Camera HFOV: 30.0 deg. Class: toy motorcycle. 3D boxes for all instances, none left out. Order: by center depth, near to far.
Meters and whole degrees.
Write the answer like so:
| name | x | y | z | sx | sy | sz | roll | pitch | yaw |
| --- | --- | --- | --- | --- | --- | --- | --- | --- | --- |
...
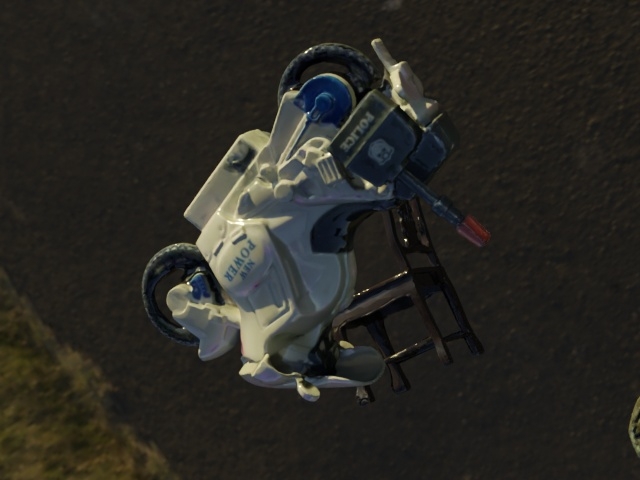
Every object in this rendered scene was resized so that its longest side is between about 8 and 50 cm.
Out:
| name | x | y | z | sx | sy | sz | roll | pitch | yaw |
| --- | --- | --- | --- | --- | --- | --- | --- | --- | --- |
| toy motorcycle | 0.000 | 0.000 | 0.677 | 0.150 | 0.102 | 0.221 | 40 | 111 | 7 |

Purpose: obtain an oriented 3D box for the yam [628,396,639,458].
| name | x | y | z | sx | sy | sz | roll | pitch | yaw |
| --- | --- | --- | --- | --- | --- | --- | --- | --- | --- |
| yam | 0.318 | 0.124 | 0.949 | 0.093 | 0.259 | 0.093 | 7 | 103 | 31 |

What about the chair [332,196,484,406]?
| name | x | y | z | sx | sy | sz | roll | pitch | yaw |
| --- | --- | --- | --- | --- | --- | --- | --- | --- | --- |
| chair | 0.060 | 0.028 | 1.154 | 0.113 | 0.106 | 0.229 | -27 | 79 | 22 |
